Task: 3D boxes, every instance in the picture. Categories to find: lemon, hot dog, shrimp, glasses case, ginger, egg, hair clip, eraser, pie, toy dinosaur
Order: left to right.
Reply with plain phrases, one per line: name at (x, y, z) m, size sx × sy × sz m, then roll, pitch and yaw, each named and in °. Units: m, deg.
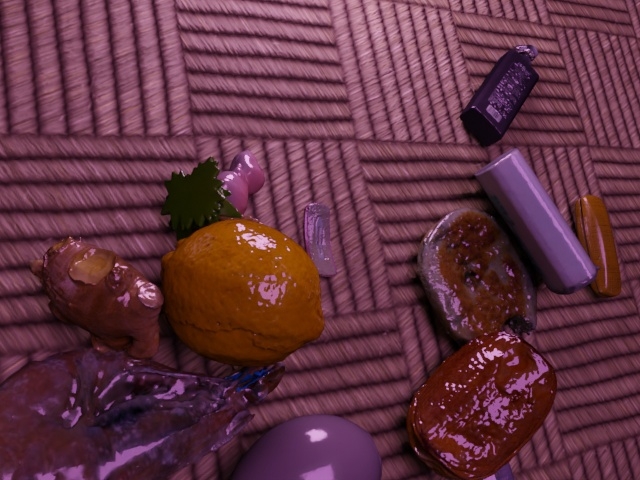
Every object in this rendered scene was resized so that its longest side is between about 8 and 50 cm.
ginger at (-0.307, 0.071, 0.924) m, size 0.216 × 0.157 × 0.102 m, roll 26°, pitch 48°, yaw 12°
shrimp at (-0.252, 0.236, 0.951) m, size 0.446 × 0.110 × 0.221 m, roll -12°, pitch 62°, yaw -30°
toy dinosaur at (-0.161, -0.060, 1.101) m, size 0.177 × 0.152 × 0.194 m, roll 11°, pitch 58°, yaw -56°
lemon at (-0.112, 0.073, 0.948) m, size 0.260 × 0.204 × 0.204 m, roll 18°, pitch 58°, yaw 20°
egg at (-0.025, 0.349, 0.983) m, size 0.232 × 0.176 × 0.176 m, roll -19°, pitch 83°, yaw -31°
hair clip at (-0.001, 0.000, 1.206) m, size 0.054 × 0.022 × 0.137 m, roll 1°, pitch 72°, yaw -29°
pie at (0.308, 0.078, 1.322) m, size 0.302 × 0.067 × 0.302 m, roll 10°, pitch 68°, yaw -26°
hot dog at (0.273, 0.289, 1.169) m, size 0.196 × 0.122 × 0.272 m, roll 41°, pitch 78°, yaw 17°
eraser at (0.431, -0.041, 1.366) m, size 0.290 × 0.104 × 0.189 m, roll 57°, pitch 13°, yaw 0°
glasses case at (0.617, 0.012, 1.513) m, size 0.079 × 0.064 × 0.234 m, roll 4°, pitch 71°, yaw -29°

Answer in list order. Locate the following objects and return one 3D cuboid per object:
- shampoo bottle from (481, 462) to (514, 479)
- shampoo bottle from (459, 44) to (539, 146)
shampoo bottle at (0.314, 0.473, 1.200) m, size 0.087 × 0.049 × 0.233 m, roll -8°, pitch 77°, yaw -23°
shampoo bottle at (0.419, -0.344, 1.522) m, size 0.098 × 0.071 × 0.309 m, roll 43°, pitch 59°, yaw -9°
